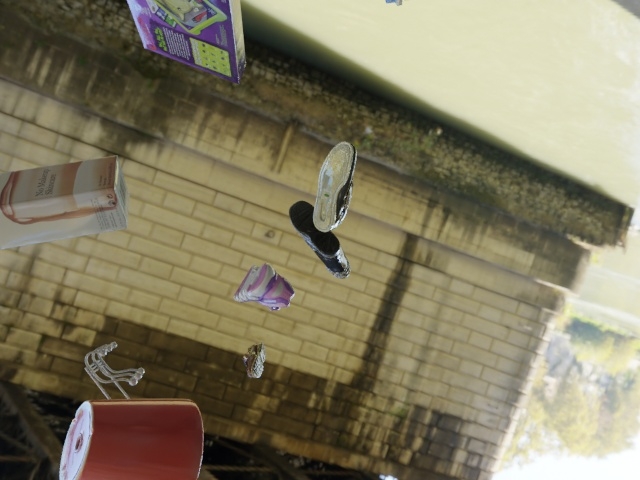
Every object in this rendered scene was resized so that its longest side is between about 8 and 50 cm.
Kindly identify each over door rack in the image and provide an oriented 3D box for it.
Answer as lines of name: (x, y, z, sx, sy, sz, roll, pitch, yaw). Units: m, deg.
over door rack: (-0.522, 0.432, 1.756, 0.108, 0.324, 0.239, -26, 180, -11)

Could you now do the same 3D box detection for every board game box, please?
board game box: (-0.237, -0.405, 1.101, 0.208, 0.056, 0.347, 18, 165, 0)

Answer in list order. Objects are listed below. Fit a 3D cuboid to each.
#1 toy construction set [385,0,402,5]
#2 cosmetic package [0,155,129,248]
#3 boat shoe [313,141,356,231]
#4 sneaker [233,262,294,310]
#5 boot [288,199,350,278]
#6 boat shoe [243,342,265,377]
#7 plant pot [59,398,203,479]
toy construction set: (0.098, -0.621, 1.376, 0.151, 0.215, 0.327, -15, -155, -16)
cosmetic package: (-0.618, -0.094, 1.522, 0.296, 0.129, 0.153, -11, -139, -7)
boat shoe: (0.044, -0.137, 1.604, 0.084, 0.233, 0.079, 29, -154, 32)
sneaker: (-0.123, 0.115, 1.451, 0.104, 0.095, 0.236, 31, 167, -14)
boot: (-0.001, 0.002, 1.921, 0.236, 0.085, 0.179, 50, 174, 35)
boat shoe: (-0.219, 0.392, 2.074, 0.060, 0.064, 0.178, -10, -161, 6)
plant pot: (-0.432, 0.477, 1.444, 0.243, 0.275, 0.275, 20, 179, -30)
